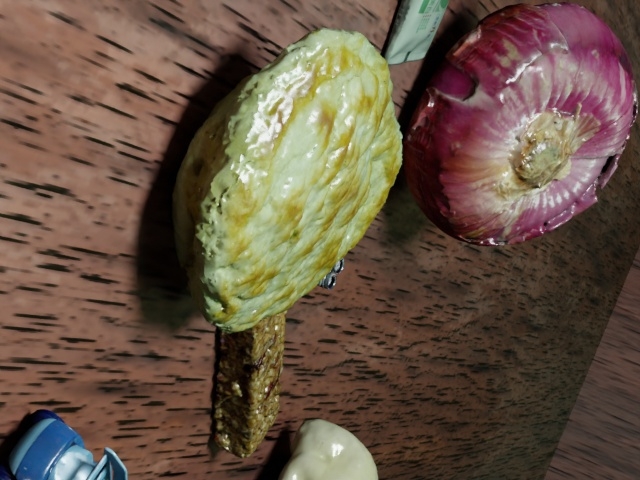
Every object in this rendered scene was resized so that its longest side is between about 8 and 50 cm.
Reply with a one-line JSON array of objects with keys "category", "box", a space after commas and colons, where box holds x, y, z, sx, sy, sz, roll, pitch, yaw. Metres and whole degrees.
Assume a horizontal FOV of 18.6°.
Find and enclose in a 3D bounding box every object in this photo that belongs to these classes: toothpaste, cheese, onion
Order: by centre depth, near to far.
[{"category": "toothpaste", "box": [0.099, -0.236, 1.524, 0.064, 0.041, 0.218, -18, 132, -55]}, {"category": "onion", "box": [0.164, -0.115, 1.719, 0.230, 0.163, 0.230, -15, 133, -17]}, {"category": "cheese", "box": [-0.010, 0.278, 1.742, 0.159, 0.093, 0.263, -60, 168, -28]}]

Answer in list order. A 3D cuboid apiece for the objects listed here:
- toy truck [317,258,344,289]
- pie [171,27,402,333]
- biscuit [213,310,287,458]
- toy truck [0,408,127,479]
[{"category": "toy truck", "box": [0.000, 0.000, 1.516, 0.083, 0.039, 0.044, -61, 150, -17]}, {"category": "pie", "box": [-0.030, -0.036, 1.276, 0.201, 0.090, 0.248, -52, 161, -14]}, {"category": "biscuit", "box": [-0.051, 0.083, 1.465, 0.064, 0.034, 0.199, -54, 159, -41]}, {"category": "toy truck", "box": [-0.153, 0.164, 1.162, 0.063, 0.074, 0.136, -56, 162, -36]}]
